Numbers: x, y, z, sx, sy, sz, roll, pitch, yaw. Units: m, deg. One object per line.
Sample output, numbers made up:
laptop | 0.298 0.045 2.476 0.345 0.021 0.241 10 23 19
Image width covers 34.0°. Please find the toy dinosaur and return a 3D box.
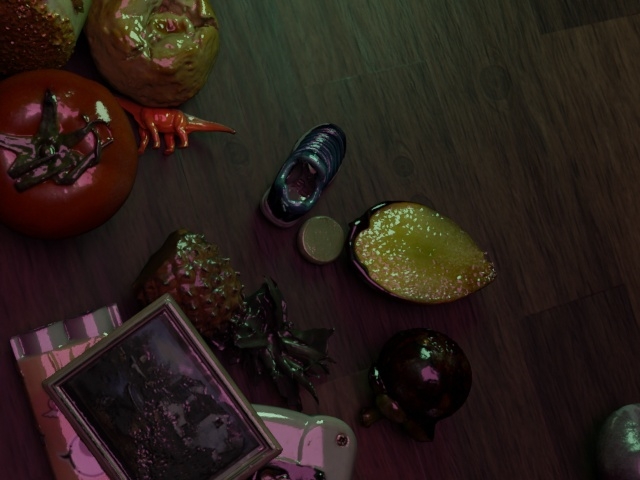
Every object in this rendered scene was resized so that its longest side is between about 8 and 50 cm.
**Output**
toy dinosaur | -0.280 -0.189 1.709 0.279 0.055 0.102 4 69 -16

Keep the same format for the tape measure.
tape measure | -0.063 0.392 1.624 0.265 0.130 0.258 13 80 -15

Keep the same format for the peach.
peach | 0.167 0.031 1.805 0.279 0.068 0.189 19 66 -12

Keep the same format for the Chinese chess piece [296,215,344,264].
Chinese chess piece | 0.000 0.000 1.773 0.084 0.034 0.084 3 81 -19

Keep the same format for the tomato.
tomato | -0.399 -0.128 1.560 0.255 0.224 0.256 -1 92 -13

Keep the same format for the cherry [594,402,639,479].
cherry | 0.554 0.378 1.829 0.176 0.140 0.176 11 52 -14

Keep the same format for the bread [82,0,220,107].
bread | -0.271 -0.343 1.688 0.244 0.134 0.245 7 71 -21

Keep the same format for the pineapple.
pineapple | -0.118 0.127 1.661 0.364 0.165 0.166 35 71 -18

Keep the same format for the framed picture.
framed picture | -0.230 0.260 1.531 0.232 0.019 0.296 -37 93 -4

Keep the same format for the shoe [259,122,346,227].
shoe | -0.017 -0.114 1.753 0.091 0.106 0.207 38 65 -10

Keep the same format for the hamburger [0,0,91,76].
hamburger | -0.482 -0.366 1.552 0.276 0.294 0.179 25 57 0

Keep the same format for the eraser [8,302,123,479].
eraser | -0.345 0.258 1.579 0.171 0.087 0.291 -18 86 -22

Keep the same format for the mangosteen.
mangosteen | 0.165 0.236 1.725 0.172 0.172 0.184 7 103 -17
